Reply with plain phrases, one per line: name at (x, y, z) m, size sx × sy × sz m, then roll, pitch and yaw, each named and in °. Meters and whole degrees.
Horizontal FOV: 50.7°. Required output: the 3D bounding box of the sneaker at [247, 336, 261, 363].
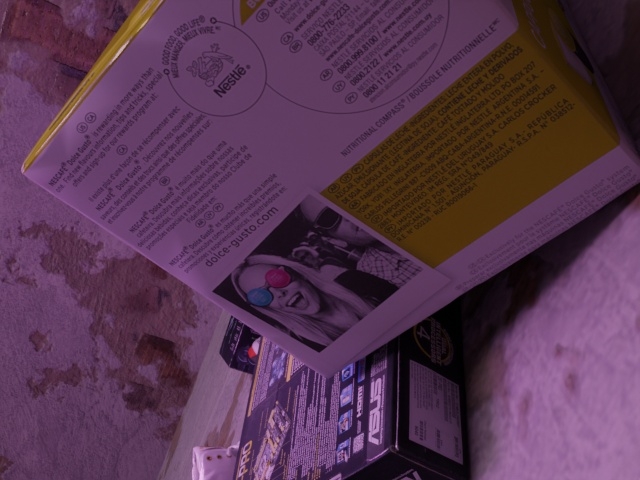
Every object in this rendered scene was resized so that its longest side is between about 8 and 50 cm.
sneaker at (-0.037, 0.143, 1.094) m, size 0.145 × 0.090 × 0.270 m, roll -54°, pitch 0°, yaw -2°

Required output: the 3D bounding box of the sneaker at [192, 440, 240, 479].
sneaker at (-0.107, 0.320, 1.048) m, size 0.108 × 0.169 × 0.292 m, roll 122°, pitch 165°, yaw -53°

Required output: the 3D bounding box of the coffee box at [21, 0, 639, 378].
coffee box at (0.014, -0.154, 0.610) m, size 0.338 × 0.334 × 0.337 m, roll -37°, pitch 28°, yaw 30°

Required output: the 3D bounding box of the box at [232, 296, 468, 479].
box at (0.025, 0.132, 0.782) m, size 0.318 × 0.097 × 0.395 m, roll -43°, pitch 27°, yaw 38°

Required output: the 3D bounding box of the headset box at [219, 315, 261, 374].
headset box at (-0.107, 0.156, 1.424) m, size 0.246 × 0.131 × 0.283 m, roll 165°, pitch 125°, yaw -76°
